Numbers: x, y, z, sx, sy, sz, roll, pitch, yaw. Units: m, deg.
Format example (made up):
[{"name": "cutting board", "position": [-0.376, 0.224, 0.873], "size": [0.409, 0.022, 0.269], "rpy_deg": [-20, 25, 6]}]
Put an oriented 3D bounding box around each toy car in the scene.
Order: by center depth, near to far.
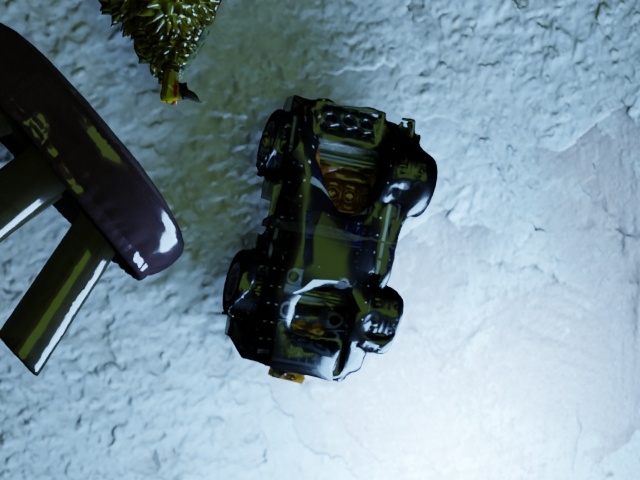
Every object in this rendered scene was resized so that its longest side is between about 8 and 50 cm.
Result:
[{"name": "toy car", "position": [-0.001, 0.001, 1.239], "size": [0.193, 0.118, 0.301], "rpy_deg": [14, 90, -18]}]

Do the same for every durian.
[{"name": "durian", "position": [-0.156, -0.249, 1.113], "size": [0.137, 0.193, 0.237], "rpy_deg": [11, 74, -7]}]

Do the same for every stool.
[{"name": "stool", "position": [-0.265, -0.037, 1.020], "size": [0.178, 0.272, 0.272], "rpy_deg": [-42, 111, -14]}]
